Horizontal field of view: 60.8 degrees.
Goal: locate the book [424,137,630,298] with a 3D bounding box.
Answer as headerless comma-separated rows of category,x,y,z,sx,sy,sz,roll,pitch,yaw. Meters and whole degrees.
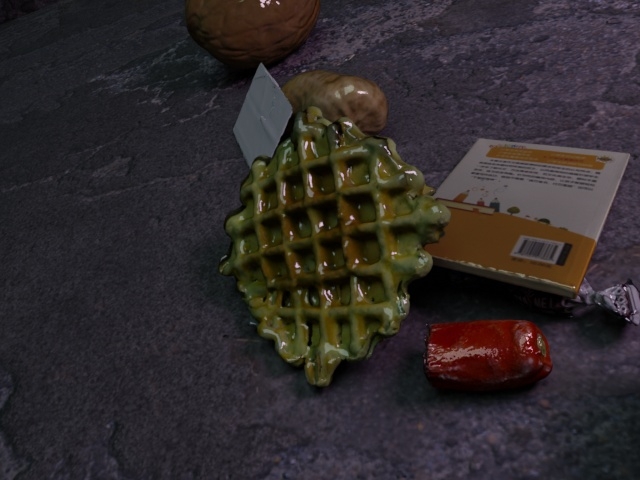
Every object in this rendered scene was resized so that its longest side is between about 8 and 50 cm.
book,0.247,-0.049,0.684,0.207,0.020,0.295,13,42,32

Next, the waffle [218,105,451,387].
waffle,0.000,0.000,0.668,0.317,0.073,0.297,42,110,35

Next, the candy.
candy,0.244,0.040,0.617,0.226,0.051,0.094,22,56,39

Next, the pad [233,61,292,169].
pad,-0.111,-0.217,0.994,0.157,0.004,0.232,-61,34,26

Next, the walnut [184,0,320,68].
walnut,-0.156,-0.534,1.229,0.312,0.277,0.252,-27,3,-11

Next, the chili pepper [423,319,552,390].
chili pepper,0.170,0.117,0.560,0.123,0.073,0.071,-7,86,21

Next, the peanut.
peanut,0.003,-0.229,0.951,0.253,0.122,0.137,25,70,43
